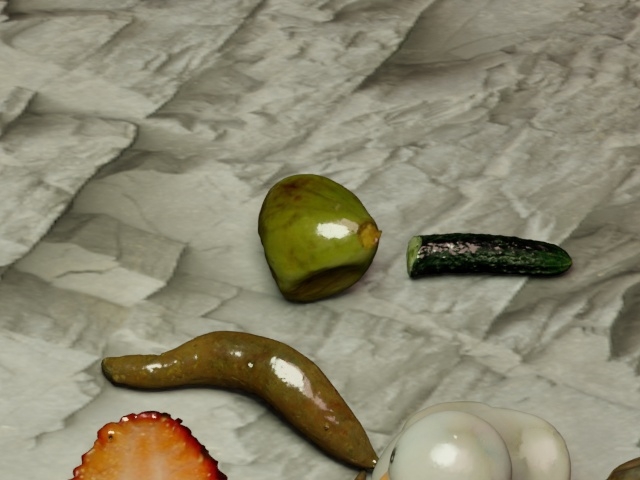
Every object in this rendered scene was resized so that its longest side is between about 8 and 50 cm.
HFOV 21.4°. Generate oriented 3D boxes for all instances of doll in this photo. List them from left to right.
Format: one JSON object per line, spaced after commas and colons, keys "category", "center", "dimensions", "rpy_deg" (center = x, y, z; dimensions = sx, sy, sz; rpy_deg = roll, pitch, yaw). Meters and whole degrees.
{"category": "doll", "center": [0.163, 0.258, 1.862], "dimensions": [0.251, 0.221, 0.221], "rpy_deg": [-14, 59, -20]}

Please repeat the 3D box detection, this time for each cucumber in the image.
{"category": "cucumber", "center": [0.214, 0.020, 2.132], "dimensions": [0.214, 0.052, 0.058], "rpy_deg": [1, 76, -9]}

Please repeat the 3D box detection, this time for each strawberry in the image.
{"category": "strawberry", "center": [-0.187, 0.295, 1.852], "dimensions": [0.190, 0.111, 0.236], "rpy_deg": [-6, 33, -1]}

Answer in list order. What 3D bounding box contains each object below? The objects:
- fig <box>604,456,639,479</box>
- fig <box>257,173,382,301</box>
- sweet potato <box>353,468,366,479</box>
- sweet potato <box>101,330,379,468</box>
{"category": "fig", "center": [0.395, 0.318, 1.774], "dimensions": [0.286, 0.369, 0.286], "rpy_deg": [-1, 54, 2]}
{"category": "fig", "center": [0.000, 0.000, 2.047], "dimensions": [0.144, 0.165, 0.154], "rpy_deg": [24, 80, -34]}
{"category": "sweet potato", "center": [0.034, 0.300, 1.916], "dimensions": [0.049, 0.049, 0.117], "rpy_deg": [20, 43, 4]}
{"category": "sweet potato", "center": [-0.081, 0.162, 1.968], "dimensions": [0.346, 0.079, 0.108], "rpy_deg": [17, 67, 6]}
